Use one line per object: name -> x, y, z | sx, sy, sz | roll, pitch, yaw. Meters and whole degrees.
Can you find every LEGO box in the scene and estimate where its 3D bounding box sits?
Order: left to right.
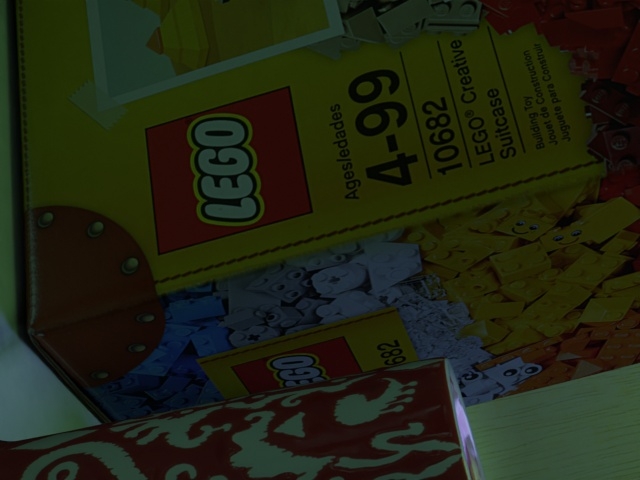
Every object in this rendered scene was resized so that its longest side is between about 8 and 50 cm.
LEGO box -> 0.040, -0.168, 0.737 | 0.193, 0.372, 0.500 | 64, 13, -56

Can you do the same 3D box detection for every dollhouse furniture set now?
dollhouse furniture set -> 0.078, 0.198, 0.962 | 0.394, 0.256, 0.362 | 136, -55, -62

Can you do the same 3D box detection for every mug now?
mug -> -0.021, 0.118, 0.481 | 0.113, 0.169, 0.150 | -94, 167, -58
